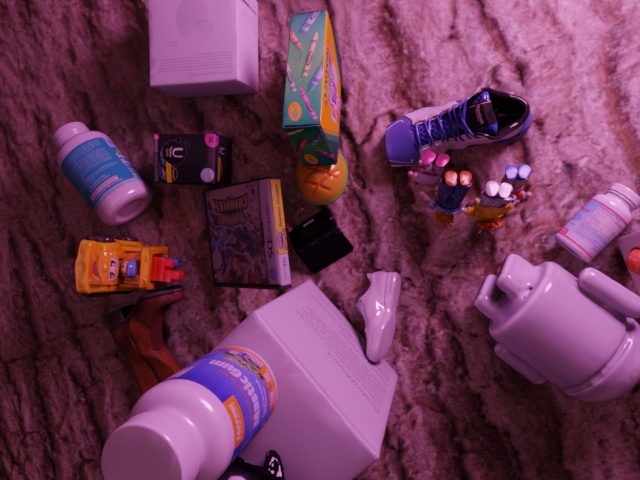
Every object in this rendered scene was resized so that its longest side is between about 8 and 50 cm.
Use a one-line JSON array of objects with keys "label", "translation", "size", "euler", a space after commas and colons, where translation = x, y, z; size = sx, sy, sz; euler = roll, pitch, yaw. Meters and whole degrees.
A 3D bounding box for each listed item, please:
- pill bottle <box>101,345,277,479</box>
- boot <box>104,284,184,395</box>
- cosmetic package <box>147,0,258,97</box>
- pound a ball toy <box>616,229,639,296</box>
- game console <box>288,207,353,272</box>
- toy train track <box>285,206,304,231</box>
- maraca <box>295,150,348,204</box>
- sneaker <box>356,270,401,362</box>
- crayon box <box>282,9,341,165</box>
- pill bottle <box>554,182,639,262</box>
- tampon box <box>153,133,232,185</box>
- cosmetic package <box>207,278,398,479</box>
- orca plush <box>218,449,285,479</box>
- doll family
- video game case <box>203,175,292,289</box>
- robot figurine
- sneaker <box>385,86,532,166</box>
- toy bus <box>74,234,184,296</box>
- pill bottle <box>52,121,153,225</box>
[{"label": "pill bottle", "translation": [-0.174, 0.258, 0.687], "size": [0.153, 0.272, 0.152], "euler": [1, 94, 14]}, {"label": "boot", "translation": [-0.410, 0.276, 1.240], "size": [0.264, 0.096, 0.280], "euler": [-27, 88, 13]}, {"label": "cosmetic package", "translation": [-0.273, -0.467, 1.135], "size": [0.224, 0.138, 0.224], "euler": [1, 93, 13]}, {"label": "pound a ball toy", "translation": [0.674, 0.074, 0.880], "size": [0.136, 0.208, 0.318], "euler": [-14, 77, -2]}, {"label": "game console", "translation": [0.000, 0.000, 1.167], "size": [0.122, 0.071, 0.107], "euler": [-32, 56, 13]}, {"label": "toy train track", "translation": [-0.073, -0.052, 1.181], "size": [0.083, 0.014, 0.048], "euler": [-43, 77, 7]}, {"label": "maraca", "translation": [-0.001, -0.173, 1.113], "size": [0.127, 0.099, 0.185], "euler": [-11, 79, 13]}, {"label": "sneaker", "translation": [0.122, 0.172, 1.100], "size": [0.094, 0.080, 0.212], "euler": [4, 64, 26]}, {"label": "crayon box", "translation": [-0.012, -0.321, 1.024], "size": [0.081, 0.165, 0.278], "euler": [-2, 71, 14]}, {"label": "pill bottle", "translation": [0.576, -0.038, 0.990], "size": [0.087, 0.087, 0.160], "euler": [42, 101, 7]}, {"label": "tampon box", "translation": [-0.313, -0.198, 1.181], "size": [0.161, 0.101, 0.120], "euler": [2, 95, 13]}, {"label": "cosmetic package", "translation": [-0.076, 0.328, 1.012], "size": [0.329, 0.394, 0.327], "euler": [-43, 84, 13]}, {"label": "orca plush", "translation": [-0.111, 0.396, 0.789], "size": [0.288, 0.102, 0.151], "euler": [16, 132, 24]}, {"label": "doll family", "translation": [0.308, -0.085, 1.020], "size": [0.263, 0.163, 0.118], "euler": [12, 67, 12]}, {"label": "video game case", "translation": [-0.180, -0.011, 1.129], "size": [0.275, 0.035, 0.247], "euler": [-3, 94, 45]}, {"label": "robot figurine", "translation": [0.492, 0.182, 0.966], "size": [0.354, 0.200, 0.299], "euler": [39, 133, 8]}, {"label": "sneaker", "translation": [0.286, -0.248, 0.996], "size": [0.316, 0.182, 0.127], "euler": [-11, 90, 14]}, {"label": "toy bus", "translation": [-0.456, 0.069, 1.180], "size": [0.212, 0.220, 0.149], "euler": [6, 90, 7]}, {"label": "pill bottle", "translation": [-0.562, -0.175, 1.219], "size": [0.146, 0.146, 0.264], "euler": [-42, 84, 12]}]
